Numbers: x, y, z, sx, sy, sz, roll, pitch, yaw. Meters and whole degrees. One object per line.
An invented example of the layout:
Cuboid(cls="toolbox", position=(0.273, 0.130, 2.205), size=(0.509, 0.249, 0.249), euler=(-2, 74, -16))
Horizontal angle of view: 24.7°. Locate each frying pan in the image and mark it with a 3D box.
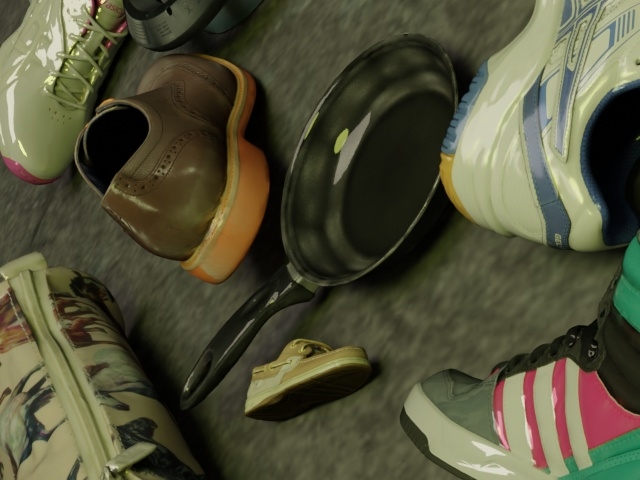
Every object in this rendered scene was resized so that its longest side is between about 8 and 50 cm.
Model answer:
Cuboid(cls="frying pan", position=(0.016, 0.003, 1.064), size=(0.197, 0.053, 0.326), euler=(20, 88, 58))

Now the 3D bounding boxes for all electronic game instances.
Cuboid(cls="electronic game", position=(-0.117, -0.284, 1.361), size=(0.229, 0.048, 0.229), euler=(-31, 49, 43))

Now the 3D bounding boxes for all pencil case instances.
Cuboid(cls="pencil case", position=(-0.185, 0.165, 1.169), size=(0.410, 0.160, 0.183), euler=(-132, 39, -55))

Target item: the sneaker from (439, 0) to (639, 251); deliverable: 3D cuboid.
Cuboid(cls="sneaker", position=(0.189, -0.130, 0.870), size=(0.131, 0.112, 0.296), euler=(25, 95, 40))

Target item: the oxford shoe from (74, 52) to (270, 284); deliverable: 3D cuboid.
Cuboid(cls="oxford shoe", position=(-0.135, -0.096, 1.248), size=(0.130, 0.133, 0.363), euler=(-60, 21, 15))

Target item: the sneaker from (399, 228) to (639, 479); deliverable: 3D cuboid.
Cuboid(cls="sneaker", position=(0.157, 0.066, 0.765), size=(0.295, 0.124, 0.178), euler=(21, 87, 61))

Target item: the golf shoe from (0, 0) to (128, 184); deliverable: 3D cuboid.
Cuboid(cls="golf shoe", position=(-0.265, -0.210, 1.553), size=(0.140, 0.115, 0.306), euler=(-11, 64, 49))

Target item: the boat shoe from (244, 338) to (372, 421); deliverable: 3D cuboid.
Cuboid(cls="boat shoe", position=(-0.013, 0.095, 1.065), size=(0.135, 0.050, 0.045), euler=(-28, 56, 46))

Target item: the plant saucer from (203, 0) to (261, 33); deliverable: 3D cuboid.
Cuboid(cls="plant saucer", position=(-0.085, -0.296, 1.401), size=(0.195, 0.037, 0.195), euler=(-31, 49, 44))
